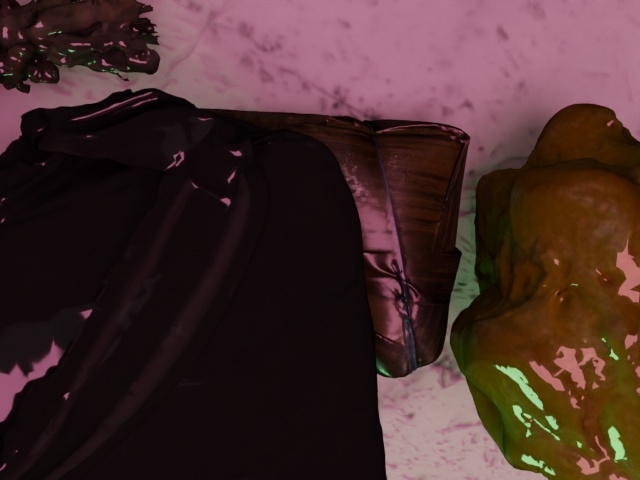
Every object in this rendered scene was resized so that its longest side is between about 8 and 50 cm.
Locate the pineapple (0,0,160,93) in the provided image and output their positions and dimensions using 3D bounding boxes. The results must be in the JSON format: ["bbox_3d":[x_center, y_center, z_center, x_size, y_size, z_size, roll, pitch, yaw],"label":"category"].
[{"bbox_3d":[-0.295,-0.136,0.462,0.362,0.175,0.174,-1,107,-8],"label":"pineapple"}]

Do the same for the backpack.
[{"bbox_3d":[-0.167,0.114,0.396,0.446,0.255,0.363,-19,111,-20],"label":"backpack"}]

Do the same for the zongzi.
[{"bbox_3d":[0.000,0.000,0.566,0.242,0.112,0.220,5,86,-7],"label":"zongzi"}]

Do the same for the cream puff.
[{"bbox_3d":[0.228,0.076,0.554,0.274,0.270,0.323,-41,102,-15],"label":"cream puff"}]
